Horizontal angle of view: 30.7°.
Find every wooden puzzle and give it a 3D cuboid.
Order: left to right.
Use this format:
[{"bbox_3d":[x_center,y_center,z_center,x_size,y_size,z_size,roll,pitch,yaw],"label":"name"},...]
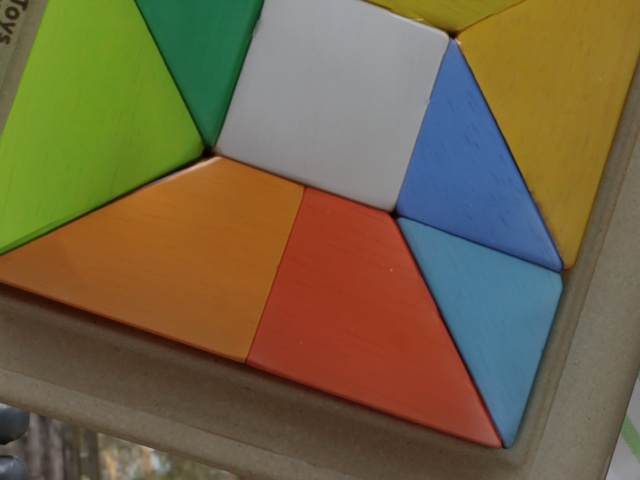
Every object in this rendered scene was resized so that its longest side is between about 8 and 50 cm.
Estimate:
[{"bbox_3d":[0.005,-0.041,0.326,0.239,0.221,0.044,19,-3,-12],"label":"wooden puzzle"}]

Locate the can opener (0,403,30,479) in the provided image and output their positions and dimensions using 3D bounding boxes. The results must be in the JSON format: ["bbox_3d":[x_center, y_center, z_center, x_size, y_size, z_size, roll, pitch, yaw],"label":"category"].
[{"bbox_3d":[-0.318,0.127,0.698,0.283,0.076,0.095,0,-9,-9],"label":"can opener"}]

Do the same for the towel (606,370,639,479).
[{"bbox_3d":[0.142,0.153,0.891,0.325,0.038,0.248,-37,-67,1],"label":"towel"}]
